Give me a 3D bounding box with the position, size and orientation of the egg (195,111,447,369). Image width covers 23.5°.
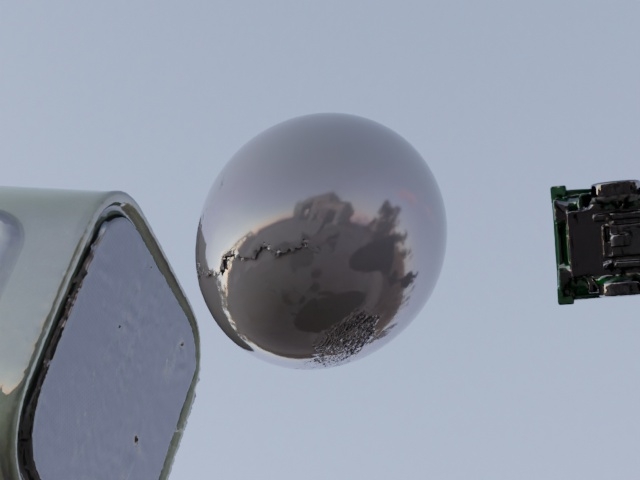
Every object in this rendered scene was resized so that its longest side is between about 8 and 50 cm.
[{"bbox_3d":[0.000,0.000,0.915,0.146,0.198,0.146,6,-71,17],"label":"egg"}]

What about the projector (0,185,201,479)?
[{"bbox_3d":[-0.260,0.104,1.173,0.249,0.248,0.248,3,-34,20],"label":"projector"}]

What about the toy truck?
[{"bbox_3d":[0.195,-0.002,0.795,0.147,0.079,0.065,-5,-93,18],"label":"toy truck"}]
